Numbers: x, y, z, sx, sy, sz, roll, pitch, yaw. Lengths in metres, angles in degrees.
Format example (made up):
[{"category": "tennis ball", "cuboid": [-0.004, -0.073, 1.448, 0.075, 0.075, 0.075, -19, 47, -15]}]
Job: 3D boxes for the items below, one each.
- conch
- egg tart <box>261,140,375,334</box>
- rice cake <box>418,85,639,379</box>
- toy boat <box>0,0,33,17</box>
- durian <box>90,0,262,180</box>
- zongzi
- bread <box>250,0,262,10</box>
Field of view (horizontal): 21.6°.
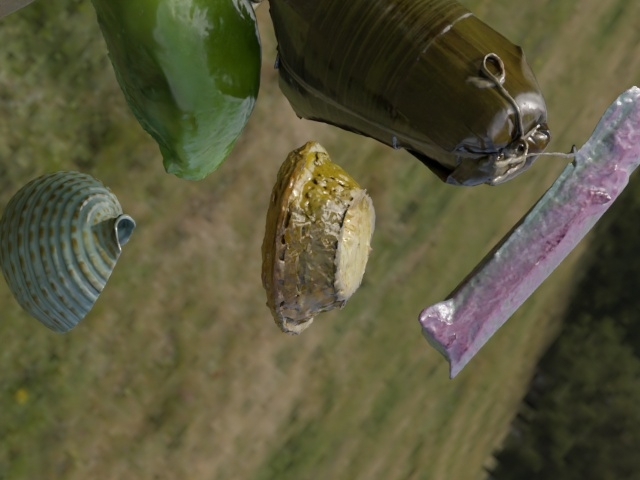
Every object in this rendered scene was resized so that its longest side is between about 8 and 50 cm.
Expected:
[{"category": "conch", "cuboid": [-0.217, 0.007, 1.390, 0.153, 0.102, 0.135, 165, -59, -76]}, {"category": "egg tart", "cuboid": [0.000, 0.000, 1.559, 0.191, 0.074, 0.191, 9, 90, -73]}, {"category": "rice cake", "cuboid": [0.186, -0.011, 1.384, 0.290, 0.051, 0.081, -47, 147, -8]}, {"category": "toy boat", "cuboid": [-0.361, -0.293, 1.815, 0.229, 0.088, 0.089, -21, 152, 24]}, {"category": "durian", "cuboid": [-0.117, -0.159, 1.255, 0.101, 0.139, 0.250, -48, 134, -35]}, {"category": "zongzi", "cuboid": [0.065, -0.091, 1.217, 0.111, 0.247, 0.241, -41, 158, -17]}, {"category": "bread", "cuboid": [-0.108, -0.300, 1.899, 0.213, 0.105, 0.213, -41, -161, 17]}]
